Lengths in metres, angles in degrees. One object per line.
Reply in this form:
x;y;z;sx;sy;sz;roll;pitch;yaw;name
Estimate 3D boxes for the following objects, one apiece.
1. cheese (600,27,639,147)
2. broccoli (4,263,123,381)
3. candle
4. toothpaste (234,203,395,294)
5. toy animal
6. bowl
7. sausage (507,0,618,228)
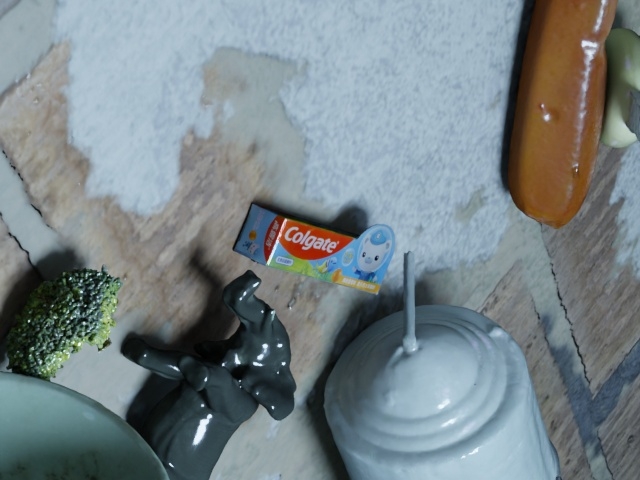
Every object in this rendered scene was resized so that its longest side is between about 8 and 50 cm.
0.324;-0.144;2.017;0.251;0.054;0.127;-89;-175;-74;cheese
-0.208;0.071;1.576;0.092;0.095;0.097;79;9;-68;broccoli
0.123;0.203;1.970;0.221;0.221;0.342;-47;140;-22;candle
0.000;0.000;1.826;0.193;0.044;0.070;16;97;-56;toothpaste
-0.114;0.134;1.725;0.245;0.114;0.146;-46;141;14;toy animal
-0.260;0.251;1.474;0.289;0.289;0.146;-29;150;-39;bowl
0.251;-0.169;1.998;0.097;0.094;0.348;-85;179;-60;sausage
